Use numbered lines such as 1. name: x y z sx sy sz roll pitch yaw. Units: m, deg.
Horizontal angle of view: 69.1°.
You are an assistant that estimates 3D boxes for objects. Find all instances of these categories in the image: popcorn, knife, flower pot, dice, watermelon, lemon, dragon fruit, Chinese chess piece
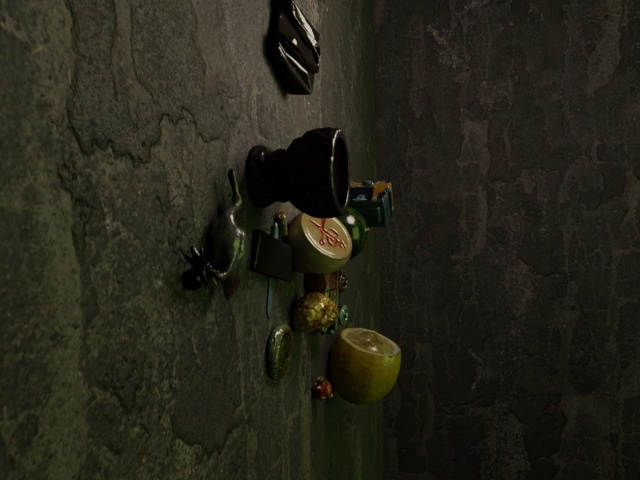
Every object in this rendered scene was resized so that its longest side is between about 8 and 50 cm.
1. popcorn: -0.019 0.273 1.720 0.170 0.180 0.180 57 7 17
2. knife: -0.157 0.098 1.508 0.044 0.019 0.314 34 59 -72
3. flower pot: -0.063 -0.196 1.387 0.266 0.266 0.267 0 90 -76
4. dice: -0.047 0.068 1.749 0.093 0.091 0.094 -39 126 -70
5. watermelon: 0.074 -0.027 1.904 0.242 0.242 0.243 0 90 -74
6. lemon: 0.200 0.608 2.204 0.364 0.363 0.365 0 90 -74
7. dragon fruit: 0.007 0.619 1.952 0.086 0.080 0.116 -29 119 -60
8. Chinese chess piece: 0.000 0.000 1.672 0.250 0.097 0.251 25 41 -25

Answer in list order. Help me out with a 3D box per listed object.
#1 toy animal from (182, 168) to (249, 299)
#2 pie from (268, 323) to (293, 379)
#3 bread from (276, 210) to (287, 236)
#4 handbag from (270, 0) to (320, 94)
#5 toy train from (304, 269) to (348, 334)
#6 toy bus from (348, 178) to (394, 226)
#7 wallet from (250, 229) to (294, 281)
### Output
1. toy animal: -0.223 0.004 1.130 0.195 0.090 0.324 73 24 -45
2. pie: -0.130 0.369 1.540 0.187 0.041 0.187 0 90 -75
3. bread: -0.130 -0.055 1.569 0.049 0.033 0.088 -91 177 -61
4. handbag: -0.090 -0.680 1.602 0.257 0.113 0.286 42 49 -59
5. toy train: 0.020 0.245 1.922 0.221 0.150 0.305 0 91 -64
6. toy bus: 0.154 -0.162 2.053 0.194 0.323 0.162 -66 151 -50
7. wallet: -0.147 0.053 1.470 0.244 0.025 0.125 30 64 -62
